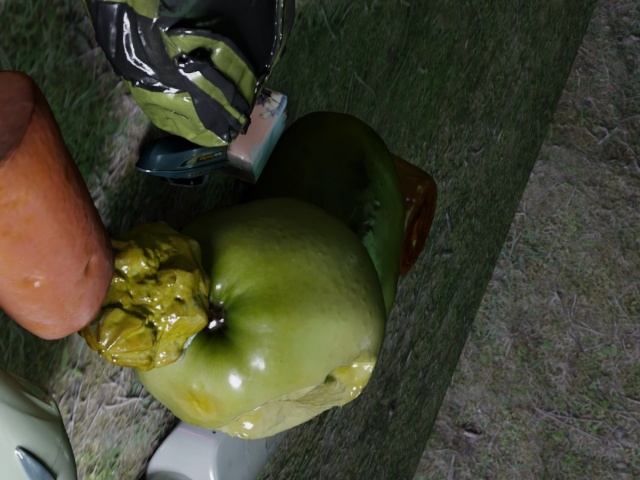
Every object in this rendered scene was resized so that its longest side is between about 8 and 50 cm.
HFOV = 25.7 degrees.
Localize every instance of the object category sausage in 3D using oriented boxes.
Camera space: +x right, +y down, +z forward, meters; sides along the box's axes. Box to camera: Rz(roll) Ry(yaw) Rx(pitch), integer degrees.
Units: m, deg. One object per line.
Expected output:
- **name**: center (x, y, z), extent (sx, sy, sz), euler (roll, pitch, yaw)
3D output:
- **sausage**: center (-0.228, -0.014, 1.091), extent (0.259, 0.113, 0.113), euler (79, 33, -56)

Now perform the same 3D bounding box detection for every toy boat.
- **toy boat**: center (-0.141, -0.080, 1.384), extent (0.141, 0.055, 0.060), euler (-25, 124, -68)

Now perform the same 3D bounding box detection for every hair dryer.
- **hair dryer**: center (-0.315, 0.173, 1.067), extent (0.298, 0.119, 0.296), euler (-37, 137, -42)

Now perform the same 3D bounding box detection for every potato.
- **potato**: center (-0.002, 0.000, 1.659), extent (0.216, 0.216, 0.304), euler (-18, 113, -69)

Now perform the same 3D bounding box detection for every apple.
- **apple**: center (-0.064, 0.079, 1.451), extent (0.279, 0.279, 0.279), euler (18, 90, -73)

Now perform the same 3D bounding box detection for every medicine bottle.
- **medicine bottle**: center (-0.129, 0.262, 1.692), extent (0.296, 0.111, 0.161), euler (-55, 156, -48)

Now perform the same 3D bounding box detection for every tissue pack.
- **tissue pack**: center (-0.084, -0.118, 1.501), extent (0.059, 0.074, 0.094), euler (89, 23, -64)

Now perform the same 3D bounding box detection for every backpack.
- **backpack**: center (-0.101, -0.201, 1.237), extent (0.207, 0.140, 0.253), euler (-61, 156, -24)

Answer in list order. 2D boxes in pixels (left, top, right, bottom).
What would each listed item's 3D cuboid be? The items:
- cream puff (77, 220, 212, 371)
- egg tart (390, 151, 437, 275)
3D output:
- **cream puff**: center (-0.177, 0.050, 1.298), extent (0.116, 0.146, 0.146), euler (17, 91, -58)
- **egg tart**: center (0.068, -0.037, 1.934), extent (0.202, 0.147, 0.202), euler (-54, 156, -39)
